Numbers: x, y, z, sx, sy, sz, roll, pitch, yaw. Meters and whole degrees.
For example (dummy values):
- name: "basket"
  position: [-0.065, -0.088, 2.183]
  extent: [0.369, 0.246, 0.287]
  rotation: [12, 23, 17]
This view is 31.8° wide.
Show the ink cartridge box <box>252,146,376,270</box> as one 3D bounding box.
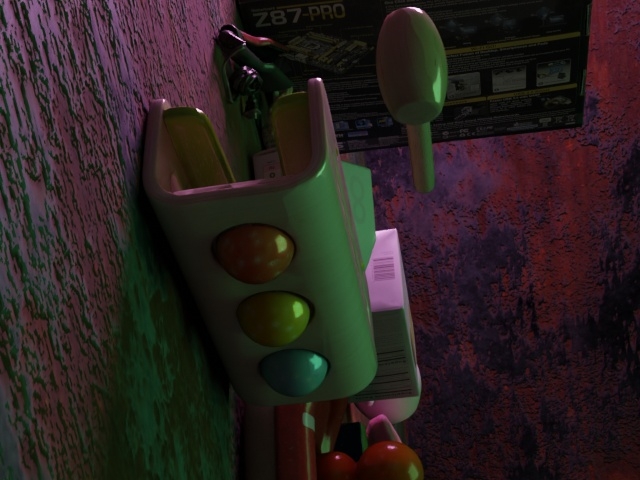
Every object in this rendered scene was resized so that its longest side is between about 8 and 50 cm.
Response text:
- name: "ink cartridge box"
  position: [0.003, 0.022, 1.254]
  extent: [0.189, 0.066, 0.232]
  rotation: [9, 70, -61]

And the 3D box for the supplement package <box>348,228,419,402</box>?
- name: "supplement package"
  position: [0.061, 0.114, 1.605]
  extent: [0.244, 0.134, 0.139]
  rotation: [75, 10, -53]

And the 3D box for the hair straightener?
- name: "hair straightener"
  position: [-0.065, -0.172, 1.172]
  extent: [0.230, 0.047, 0.089]
  rotation: [-19, 102, -84]

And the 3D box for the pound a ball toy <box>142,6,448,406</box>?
- name: "pound a ball toy"
  position: [0.000, 0.000, 0.827]
  extent: [0.319, 0.208, 0.135]
  rotation: [76, 9, -52]

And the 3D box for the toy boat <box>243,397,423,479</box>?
- name: "toy boat"
  position: [0.016, 0.209, 0.993]
  extent: [0.151, 0.151, 0.231]
  rotation: [73, 11, -59]

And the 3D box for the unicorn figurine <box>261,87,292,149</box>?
- name: "unicorn figurine"
  position: [-0.039, -0.101, 1.335]
  extent: [0.111, 0.060, 0.162]
  rotation: [-79, 149, -42]

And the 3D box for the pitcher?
- name: "pitcher"
  position: [0.084, 0.216, 1.874]
  extent: [0.178, 0.125, 0.207]
  rotation: [-52, 128, -52]

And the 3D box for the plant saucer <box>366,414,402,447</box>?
- name: "plant saucer"
  position: [0.138, 0.434, 1.737]
  extent: [0.332, 0.084, 0.332]
  rotation: [64, 1, -3]

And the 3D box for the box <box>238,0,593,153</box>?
- name: "box"
  position: [0.122, -0.235, 1.364]
  extent: [0.318, 0.395, 0.097]
  rotation: [70, 16, -60]

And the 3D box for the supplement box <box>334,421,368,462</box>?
- name: "supplement box"
  position: [0.035, 0.292, 1.521]
  extent: [0.083, 0.056, 0.083]
  rotation: [60, 24, -74]
